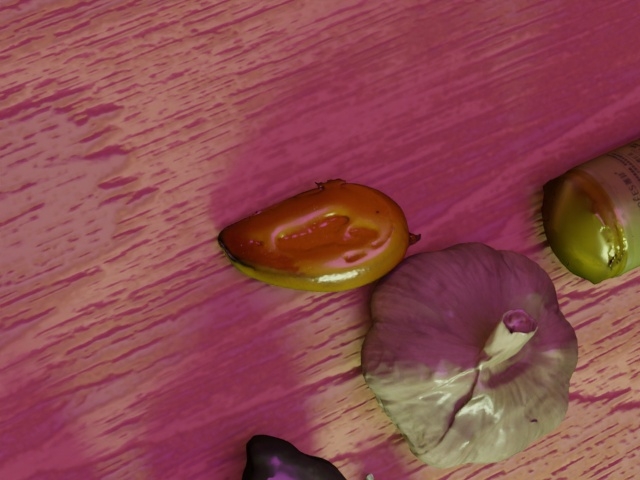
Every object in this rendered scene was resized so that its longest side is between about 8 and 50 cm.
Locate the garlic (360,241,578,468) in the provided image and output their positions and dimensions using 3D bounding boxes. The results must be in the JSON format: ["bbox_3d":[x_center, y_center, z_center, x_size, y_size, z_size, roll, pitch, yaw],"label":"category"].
[{"bbox_3d":[0.149,0.103,1.423,0.218,0.212,0.219,2,82,-14],"label":"garlic"}]

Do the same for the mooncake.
[{"bbox_3d":[-0.053,0.262,1.404,0.175,0.104,0.168,-25,98,-16],"label":"mooncake"}]

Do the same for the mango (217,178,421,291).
[{"bbox_3d":[0.000,0.000,1.449,0.187,0.066,0.101,-8,70,-5],"label":"mango"}]

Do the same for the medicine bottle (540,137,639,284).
[{"bbox_3d":[0.330,-0.046,1.540,0.239,0.124,0.124,-24,95,-17],"label":"medicine bottle"}]

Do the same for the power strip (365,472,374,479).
[{"bbox_3d":[0.092,0.301,1.487,0.047,0.030,0.191,-33,98,-18],"label":"power strip"}]
